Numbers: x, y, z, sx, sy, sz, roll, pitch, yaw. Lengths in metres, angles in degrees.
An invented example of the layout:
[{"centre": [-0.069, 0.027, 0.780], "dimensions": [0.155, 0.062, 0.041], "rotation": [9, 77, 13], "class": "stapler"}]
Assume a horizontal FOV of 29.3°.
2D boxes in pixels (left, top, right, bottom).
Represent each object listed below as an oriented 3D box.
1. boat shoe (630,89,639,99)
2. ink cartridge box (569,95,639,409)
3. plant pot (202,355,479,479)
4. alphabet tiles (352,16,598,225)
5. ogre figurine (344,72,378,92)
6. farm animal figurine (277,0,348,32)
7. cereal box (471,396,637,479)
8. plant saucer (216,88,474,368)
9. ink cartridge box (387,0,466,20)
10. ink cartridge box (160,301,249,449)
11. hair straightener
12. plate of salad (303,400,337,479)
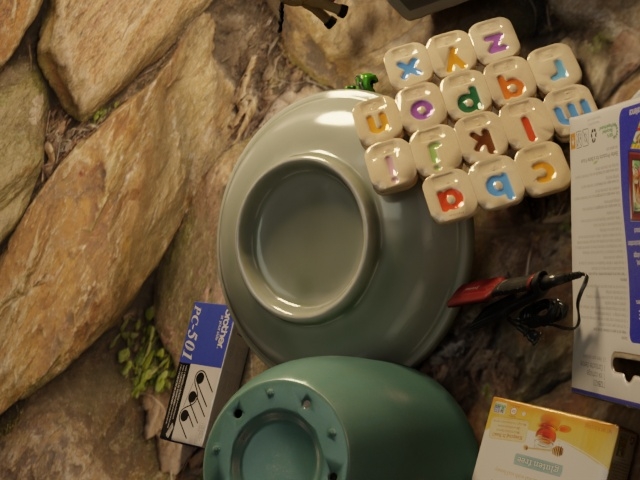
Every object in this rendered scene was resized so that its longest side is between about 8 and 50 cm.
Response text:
[{"centre": [0.444, -0.200, 1.340], "dimensions": [0.076, 0.083, 0.226], "rotation": [48, 109, 16], "class": "boat shoe"}, {"centre": [0.330, 0.011, 1.220], "dimensions": [0.303, 0.072, 0.307], "rotation": [175, 92, -79], "class": "ink cartridge box"}, {"centre": [0.006, 0.262, 1.388], "dimensions": [0.293, 0.235, 0.293], "rotation": [-9, 71, 27], "class": "plant pot"}, {"centre": [0.187, -0.149, 1.494], "dimensions": [0.284, 0.021, 0.278], "rotation": [-16, 56, 2], "class": "alphabet tiles"}, {"centre": [0.041, -0.129, 1.677], "dimensions": [0.197, 0.097, 0.118], "rotation": [-39, 56, 35], "class": "ogre figurine"}, {"centre": [0.028, -0.497, 1.712], "dimensions": [0.327, 0.172, 0.330], "rotation": [-43, 25, 40], "class": "farm animal figurine"}, {"centre": [0.234, 0.303, 1.329], "dimensions": [0.173, 0.047, 0.240], "rotation": [7, 77, 46], "class": "cereal box"}, {"centre": [0.000, 0.000, 1.576], "dimensions": [0.400, 0.100, 0.401], "rotation": [-2, 87, 35], "class": "plant saucer"}, {"centre": [0.258, -0.500, 1.667], "dimensions": [0.308, 0.091, 0.385], "rotation": [-13, 47, 42], "class": "ink cartridge box"}, {"centre": [-0.162, 0.196, 1.773], "dimensions": [0.097, 0.046, 0.207], "rotation": [3, 74, 44], "class": "ink cartridge box"}, {"centre": [0.236, 0.074, 1.391], "dimensions": [0.047, 0.089, 0.230], "rotation": [-47, 11, -29], "class": "hair straightener"}, {"centre": [0.007, 0.287, 1.561], "dimensions": [0.199, 0.048, 0.200], "rotation": [-16, 64, 36], "class": "plate of salad"}]
